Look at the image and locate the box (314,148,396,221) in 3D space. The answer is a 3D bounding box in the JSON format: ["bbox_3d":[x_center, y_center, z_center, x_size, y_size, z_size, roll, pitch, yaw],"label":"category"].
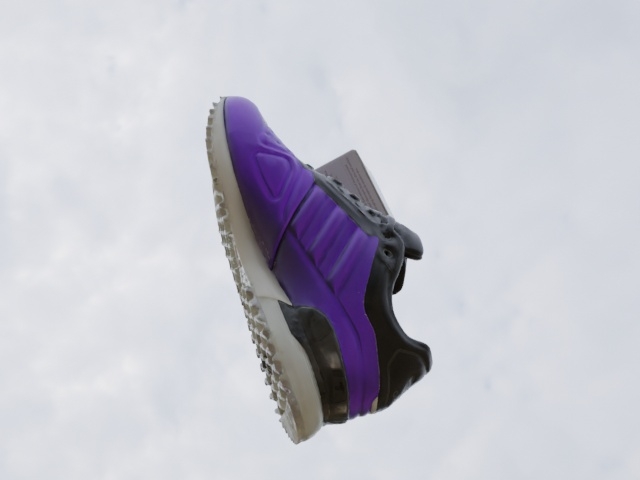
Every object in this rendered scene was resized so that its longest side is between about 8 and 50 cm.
[{"bbox_3d":[0.030,-0.028,0.681,0.087,0.101,0.102,-28,-103,9],"label":"box"}]

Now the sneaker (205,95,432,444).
[{"bbox_3d":[0.000,0.001,0.498,0.146,0.293,0.102,-14,-26,-12],"label":"sneaker"}]
